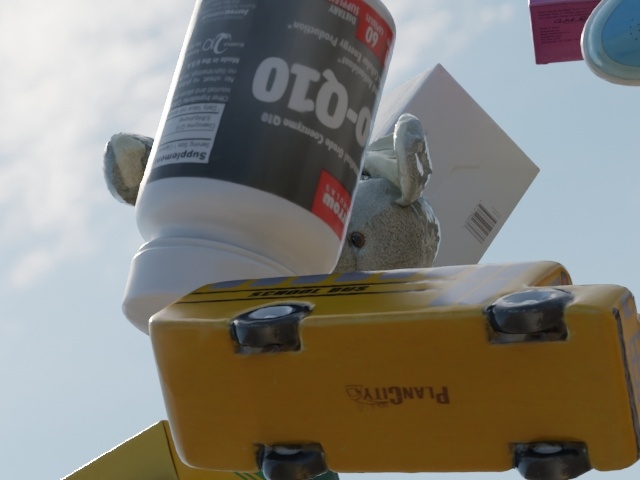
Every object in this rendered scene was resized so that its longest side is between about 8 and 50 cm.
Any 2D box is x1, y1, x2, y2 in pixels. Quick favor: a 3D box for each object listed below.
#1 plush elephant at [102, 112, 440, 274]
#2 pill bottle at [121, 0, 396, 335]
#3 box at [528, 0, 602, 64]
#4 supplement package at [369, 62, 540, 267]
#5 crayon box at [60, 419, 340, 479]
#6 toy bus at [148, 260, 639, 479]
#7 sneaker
[{"bbox_3d":[0.000,0.000,1.885,0.330,0.272,0.255,-19,19,-23],"label":"plush elephant"},{"bbox_3d":[-0.048,-0.059,1.503,0.161,0.283,0.161,12,-21,5],"label":"pill bottle"},{"bbox_3d":[0.372,-0.359,2.506,0.213,0.243,0.117,-4,-37,9],"label":"box"},{"bbox_3d":[0.120,-0.055,2.531,0.145,0.204,0.262,-25,23,54],"label":"supplement package"},{"bbox_3d":[-0.154,0.278,2.141,0.203,0.083,0.323,-32,-27,31],"label":"crayon box"},{"bbox_3d":[0.052,0.081,1.240,0.333,0.108,0.130,-4,13,30],"label":"toy bus"},{"bbox_3d":[0.391,-0.249,1.832,0.319,0.127,0.208,-24,-7,5],"label":"sneaker"}]
